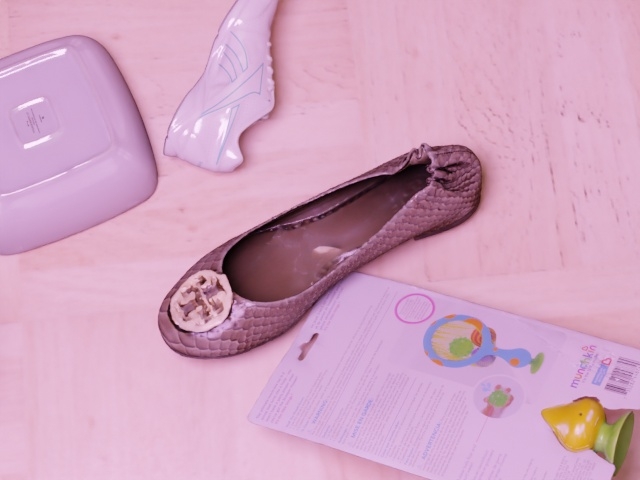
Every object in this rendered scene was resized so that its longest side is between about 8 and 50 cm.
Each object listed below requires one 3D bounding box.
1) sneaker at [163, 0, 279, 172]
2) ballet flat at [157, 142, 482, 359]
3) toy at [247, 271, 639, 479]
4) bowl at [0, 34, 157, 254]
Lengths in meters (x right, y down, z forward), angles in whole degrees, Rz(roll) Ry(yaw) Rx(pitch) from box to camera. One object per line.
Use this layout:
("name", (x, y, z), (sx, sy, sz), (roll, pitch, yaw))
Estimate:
("sneaker", (-0.056, -0.117, 1.151), (0.061, 0.054, 0.152), (25, 80, 0))
("ballet flat", (0.000, 0.000, 1.096), (0.250, 0.058, 0.084), (-27, 61, -8))
("toy", (0.089, 0.108, 1.054), (0.237, 0.056, 0.137), (12, 53, 27))
("bowl", (-0.197, -0.076, 1.136), (0.142, 0.053, 0.142), (-22, 71, -7))
